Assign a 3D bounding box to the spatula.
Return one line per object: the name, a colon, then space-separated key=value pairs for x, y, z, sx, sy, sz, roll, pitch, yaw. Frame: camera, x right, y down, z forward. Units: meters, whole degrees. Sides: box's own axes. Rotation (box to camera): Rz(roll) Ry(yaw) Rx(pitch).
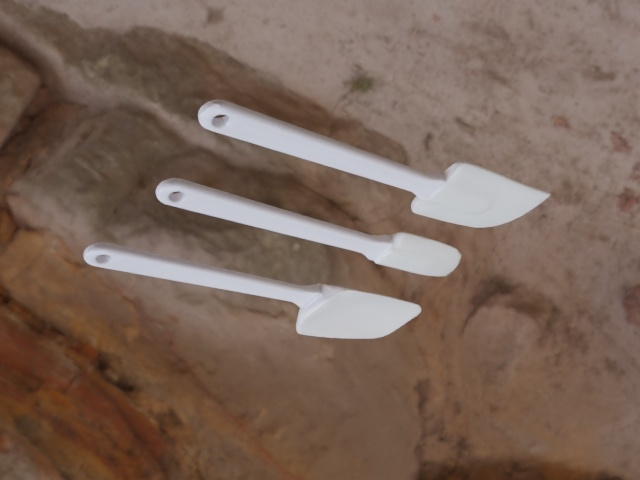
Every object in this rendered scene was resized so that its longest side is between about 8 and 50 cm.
spatula: x=0.000 y=0.000 z=0.543 sx=0.242 sy=0.019 sz=0.168 roll=13 pitch=139 yaw=-39
